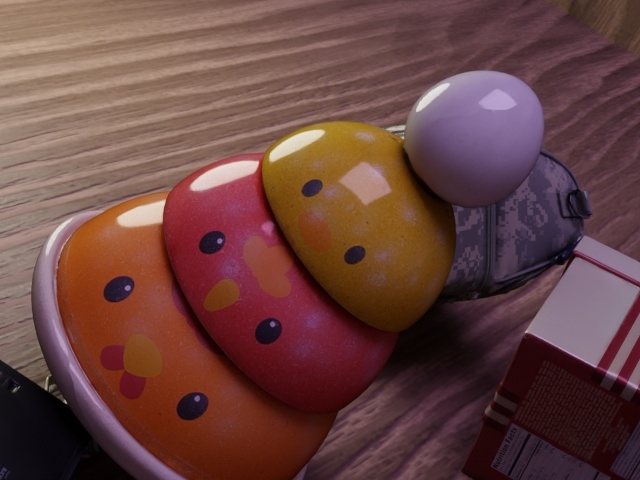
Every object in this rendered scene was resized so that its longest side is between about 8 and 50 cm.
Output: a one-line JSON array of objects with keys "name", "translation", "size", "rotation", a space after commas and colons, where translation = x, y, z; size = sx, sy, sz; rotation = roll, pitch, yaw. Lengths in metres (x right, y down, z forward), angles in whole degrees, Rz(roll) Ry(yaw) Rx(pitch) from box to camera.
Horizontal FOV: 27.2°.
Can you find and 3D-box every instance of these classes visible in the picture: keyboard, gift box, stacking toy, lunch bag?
[{"name": "keyboard", "translation": [-0.308, 0.177, 1.052], "size": [0.202, 0.033, 0.317], "rotation": [36, 21, -7]}, {"name": "gift box", "translation": [0.343, 0.184, 1.484], "size": [0.276, 0.255, 0.258], "rotation": [31, 38, 10]}, {"name": "stacking toy", "translation": [0.000, 0.000, 1.223], "size": [0.351, 0.480, 0.350], "rotation": [40, 25, -23]}, {"name": "lunch bag", "translation": [0.139, -0.028, 1.607], "size": [0.256, 0.212, 0.305], "rotation": [-3, -2, -36]}]

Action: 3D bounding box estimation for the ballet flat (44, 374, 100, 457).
[{"name": "ballet flat", "translation": [-0.233, 0.137, 1.327], "size": [0.079, 0.076, 0.221], "rotation": [6, 30, 7]}]
